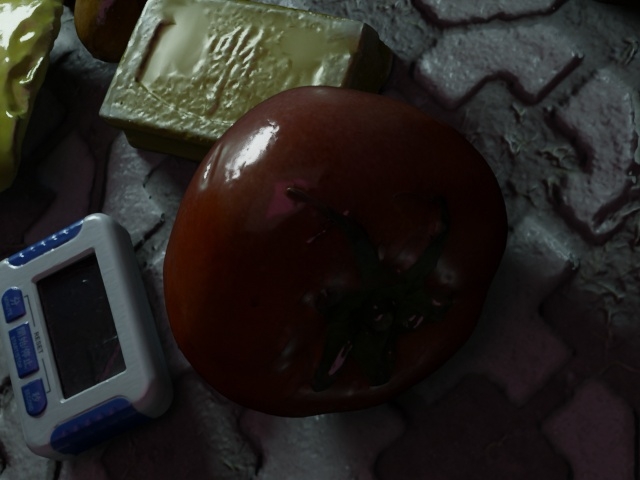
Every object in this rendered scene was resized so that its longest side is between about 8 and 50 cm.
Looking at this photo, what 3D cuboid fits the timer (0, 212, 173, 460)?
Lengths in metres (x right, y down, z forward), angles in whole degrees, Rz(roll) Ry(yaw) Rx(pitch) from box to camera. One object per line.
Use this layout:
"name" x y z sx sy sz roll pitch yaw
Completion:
"timer" -0.273 0.111 1.413 0.178 0.078 0.253 -25 63 12

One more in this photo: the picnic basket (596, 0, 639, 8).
"picnic basket" 0.319 -0.414 1.196 0.293 0.337 0.337 29 85 31

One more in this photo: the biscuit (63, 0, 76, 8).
"biscuit" -0.276 -0.403 1.597 0.031 0.176 0.229 33 123 2

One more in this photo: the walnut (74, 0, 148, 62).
"walnut" -0.242 -0.315 1.549 0.115 0.116 0.207 3 64 26

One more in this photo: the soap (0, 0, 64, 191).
"soap" -0.517 -0.194 1.623 0.427 0.115 0.306 4 77 27

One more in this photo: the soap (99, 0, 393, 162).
"soap" -0.089 -0.181 1.431 0.315 0.091 0.199 16 79 30

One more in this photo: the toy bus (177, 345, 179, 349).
"toy bus" -0.104 0.054 1.360 0.047 0.065 0.166 13 78 30

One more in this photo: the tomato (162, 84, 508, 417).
"tomato" 0.000 0.000 1.187 0.341 0.341 0.273 -41 47 6
